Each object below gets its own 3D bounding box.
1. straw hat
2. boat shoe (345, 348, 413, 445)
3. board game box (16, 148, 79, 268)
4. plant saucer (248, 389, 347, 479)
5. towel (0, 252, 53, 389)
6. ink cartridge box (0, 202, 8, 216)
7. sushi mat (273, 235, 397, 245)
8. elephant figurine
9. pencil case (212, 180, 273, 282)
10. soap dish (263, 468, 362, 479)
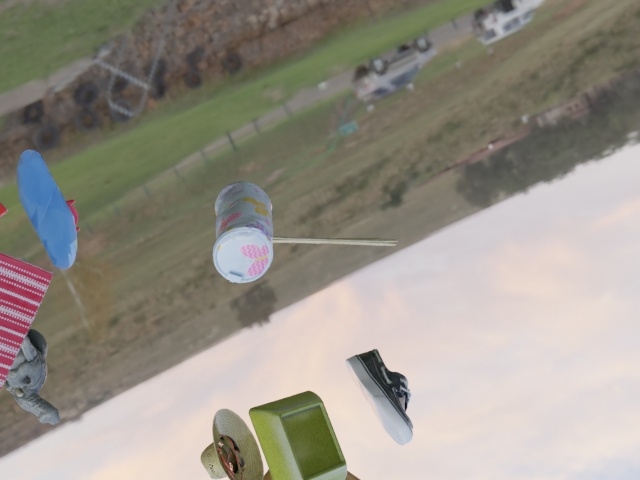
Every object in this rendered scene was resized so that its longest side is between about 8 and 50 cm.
[{"bbox_3d":[-0.151,0.335,1.567,0.061,0.144,0.144,-29,-174,17],"label":"straw hat"},{"bbox_3d":[0.156,0.343,2.295,0.102,0.108,0.301,-24,-150,-9],"label":"boat shoe"},{"bbox_3d":[-0.359,-0.047,1.383,0.033,0.169,0.133,-22,163,-35],"label":"board game box"},{"bbox_3d":[-0.028,0.377,1.894,0.045,0.188,0.188,-30,166,37],"label":"plant saucer"},{"bbox_3d":[-0.587,0.145,1.697,0.031,0.199,0.275,22,-94,50],"label":"towel"},{"bbox_3d":[-0.636,-0.046,1.422,0.296,0.261,0.066,-41,154,-19],"label":"ink cartridge box"},{"bbox_3d":[0.000,0.000,2.237,0.316,0.019,0.151,1,-179,-17],"label":"sushi mat"},{"bbox_3d":[-0.627,0.241,2.070,0.239,0.186,0.169,10,-148,-1],"label":"elephant figurine"},{"bbox_3d":[-0.154,-0.020,1.992,0.124,0.113,0.273,-52,-162,15],"label":"pencil case"},{"bbox_3d":[-0.047,0.601,2.179,0.291,0.229,0.118,-54,-174,-3],"label":"soap dish"}]
